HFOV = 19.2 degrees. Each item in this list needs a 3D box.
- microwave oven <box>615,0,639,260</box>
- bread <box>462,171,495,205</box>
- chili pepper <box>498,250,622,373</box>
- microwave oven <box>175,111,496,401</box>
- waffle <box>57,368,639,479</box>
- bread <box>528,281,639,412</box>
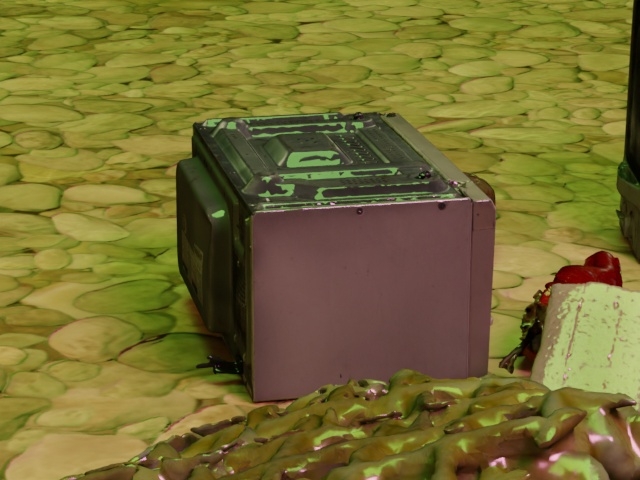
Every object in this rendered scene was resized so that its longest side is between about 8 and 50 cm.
[{"bbox_3d":[0.322,-0.095,1.517,0.163,0.205,0.129,1,18,-2],"label":"microwave oven"},{"bbox_3d":[0.094,-0.015,1.501,0.113,0.060,0.082,-17,24,-38],"label":"bread"},{"bbox_3d":[0.177,0.047,1.325,0.050,0.059,0.268,17,16,19],"label":"chili pepper"},{"bbox_3d":[0.000,0.000,1.320,0.193,0.145,0.240,-1,18,-13],"label":"microwave oven"},{"bbox_3d":[-0.004,0.130,0.919,0.317,0.073,0.297,-27,18,-31],"label":"waffle"},{"bbox_3d":[0.168,0.110,1.169,0.077,0.105,0.152,7,50,18],"label":"bread"}]
